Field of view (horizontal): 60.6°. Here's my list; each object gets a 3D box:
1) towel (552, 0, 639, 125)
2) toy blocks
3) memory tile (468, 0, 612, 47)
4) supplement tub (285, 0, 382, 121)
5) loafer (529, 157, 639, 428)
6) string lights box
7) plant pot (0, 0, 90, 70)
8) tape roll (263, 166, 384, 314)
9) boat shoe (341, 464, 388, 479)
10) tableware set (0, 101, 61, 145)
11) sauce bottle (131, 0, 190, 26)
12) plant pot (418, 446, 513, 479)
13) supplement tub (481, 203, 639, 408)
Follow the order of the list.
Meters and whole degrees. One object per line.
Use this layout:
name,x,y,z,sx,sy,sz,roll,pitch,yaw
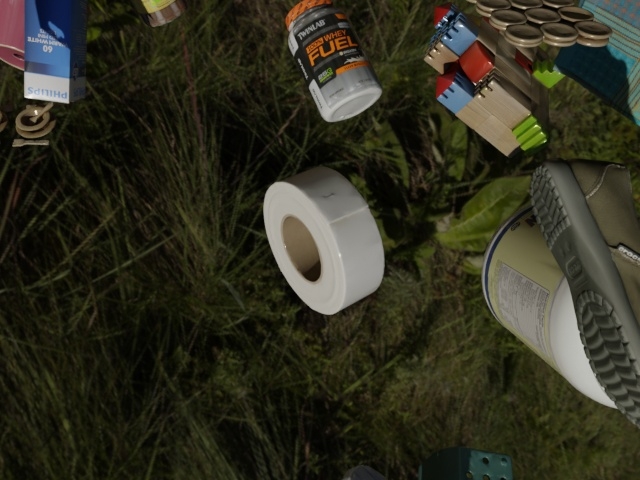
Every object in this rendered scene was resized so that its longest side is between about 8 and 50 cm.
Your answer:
towel,0.470,-0.256,0.688,0.040,0.370,0.272,-16,139,-20
toy blocks,0.327,-0.350,1.095,0.190,0.260,0.381,-42,-160,45
memory tile,0.224,-0.240,0.578,0.113,0.148,0.012,-7,135,-9
supplement tub,0.018,-0.313,0.945,0.117,0.191,0.117,-25,174,-3
loafer,0.260,0.037,0.455,0.087,0.251,0.094,-16,167,1
string lights box,-0.456,-0.379,0.953,0.076,0.133,0.260,5,106,-13
plant pot,-0.650,-0.487,1.242,0.201,0.201,0.180,36,65,-66
tape roll,0.000,0.000,1.095,0.100,0.286,0.286,-24,152,-27
boat shoe,0.123,0.579,1.031,0.119,0.335,0.121,-32,-177,39
tableware set,-0.697,-0.271,1.228,0.194,0.128,0.039,-1,146,-3
sauce bottle,-0.363,-0.567,0.999,0.111,0.111,0.344,-36,139,-7
plant pot,0.307,0.525,1.132,0.165,0.166,0.234,9,142,2
supplement tub,0.382,0.077,0.736,0.235,0.235,0.325,-41,-167,4
